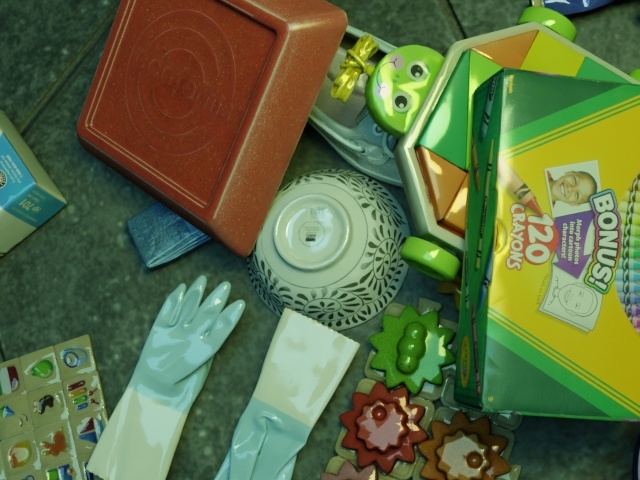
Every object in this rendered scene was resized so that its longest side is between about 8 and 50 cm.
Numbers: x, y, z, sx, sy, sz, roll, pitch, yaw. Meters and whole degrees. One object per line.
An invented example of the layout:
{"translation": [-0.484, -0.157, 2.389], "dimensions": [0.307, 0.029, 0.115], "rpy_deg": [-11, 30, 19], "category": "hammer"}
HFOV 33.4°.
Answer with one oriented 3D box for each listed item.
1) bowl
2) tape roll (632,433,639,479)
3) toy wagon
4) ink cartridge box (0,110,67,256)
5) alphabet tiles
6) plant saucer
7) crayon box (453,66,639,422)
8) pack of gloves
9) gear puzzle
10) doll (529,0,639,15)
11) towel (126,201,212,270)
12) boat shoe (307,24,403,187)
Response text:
{"translation": [0.000, 0.000, 1.038], "dimensions": [0.170, 0.080, 0.170], "rpy_deg": [-3, 77, 11], "category": "bowl"}
{"translation": [0.365, 0.202, 0.907], "dimensions": [0.189, 0.080, 0.188], "rpy_deg": [-3, 76, 11], "category": "tape roll"}
{"translation": [0.171, -0.080, 0.969], "dimensions": [0.344, 0.068, 0.267], "rpy_deg": [29, 81, -7], "category": "toy wagon"}
{"translation": [-0.391, -0.041, 1.135], "dimensions": [0.191, 0.082, 0.139], "rpy_deg": [-38, 72, 0], "category": "ink cartridge box"}
{"translation": [-0.300, 0.237, 1.085], "dimensions": [0.198, 0.009, 0.237], "rpy_deg": [-19, 74, 7], "category": "alphabet tiles"}
{"translation": [-0.128, -0.153, 1.042], "dimensions": [0.258, 0.048, 0.259], "rpy_deg": [33, 108, 28], "category": "plant saucer"}
{"translation": [0.209, 0.007, 0.893], "dimensions": [0.166, 0.081, 0.278], "rpy_deg": [5, 85, -10], "category": "crayon box"}
{"translation": [-0.093, 0.163, 1.049], "dimensions": [0.195, 0.046, 0.232], "rpy_deg": [25, 90, 11], "category": "pack of gloves"}
{"translation": [0.115, 0.145, 0.995], "dimensions": [0.176, 0.044, 0.338], "rpy_deg": [19, 81, 16], "category": "gear puzzle"}
{"translation": [0.297, -0.277, 1.056], "dimensions": [0.189, 0.046, 0.129], "rpy_deg": [-13, 75, 10], "category": "doll"}
{"translation": [-0.140, -0.022, 1.100], "dimensions": [0.119, 0.029, 0.067], "rpy_deg": [-29, 72, 5], "category": "towel"}
{"translation": [0.029, -0.154, 1.055], "dimensions": [0.320, 0.103, 0.118], "rpy_deg": [36, 87, 18], "category": "boat shoe"}
